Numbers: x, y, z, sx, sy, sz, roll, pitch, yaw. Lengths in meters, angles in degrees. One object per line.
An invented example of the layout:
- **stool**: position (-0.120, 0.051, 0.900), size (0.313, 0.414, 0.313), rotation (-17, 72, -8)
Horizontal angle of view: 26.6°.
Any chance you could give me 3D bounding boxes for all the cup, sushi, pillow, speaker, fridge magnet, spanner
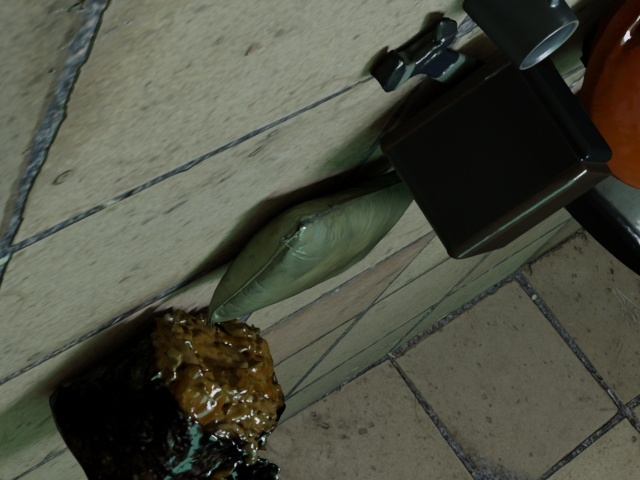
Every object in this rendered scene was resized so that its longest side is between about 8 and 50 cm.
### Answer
- **cup**: position (0.185, -0.208, 1.201), size (0.078, 0.077, 0.100), rotation (-30, 167, -30)
- **sushi**: position (-0.138, 0.204, 1.538), size (0.207, 0.234, 0.348), rotation (-39, 174, 12)
- **pillow**: position (0.000, 0.000, 1.502), size (0.185, 0.075, 0.302), rotation (-46, 168, 34)
- **speaker**: position (0.191, -0.088, 1.442), size (0.192, 0.153, 0.231), rotation (-34, 172, 16)
- **fridge magnet**: position (0.459, -0.212, 1.577), size (0.364, 0.155, 0.363), rotation (-15, 135, -16)
- **spanner**: position (0.126, -0.172, 1.316), size (0.087, 0.024, 0.316), rotation (-43, 168, 16)

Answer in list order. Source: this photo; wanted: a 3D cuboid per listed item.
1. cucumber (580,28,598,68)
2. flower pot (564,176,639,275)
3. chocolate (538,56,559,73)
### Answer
- **cucumber**: position (0.391, -0.236, 1.736), size (0.077, 0.077, 0.265), rotation (-43, 167, 31)
- **flower pot**: position (0.516, -0.141, 2.008), size (0.330, 0.293, 0.293), rotation (-44, 169, -1)
- **chocolate**: position (0.237, -0.127, 1.687), size (0.157, 0.080, 0.254), rotation (-35, 169, -8)
